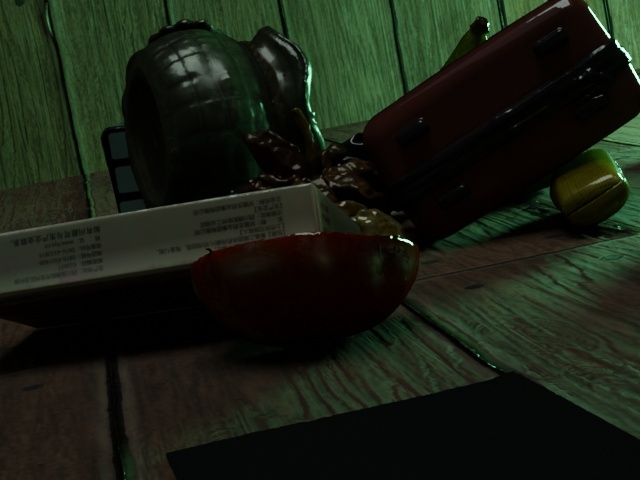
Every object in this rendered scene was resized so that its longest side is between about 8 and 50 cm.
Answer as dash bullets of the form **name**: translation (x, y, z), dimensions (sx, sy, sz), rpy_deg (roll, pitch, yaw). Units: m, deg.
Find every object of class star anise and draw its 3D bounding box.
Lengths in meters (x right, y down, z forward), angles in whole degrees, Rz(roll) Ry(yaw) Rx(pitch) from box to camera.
- **star anise**: translation (-0.004, -0.055, 1.662), dimensions (0.212, 0.196, 0.111), rpy_deg (20, -31, -2)

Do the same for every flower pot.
- **flower pot**: translation (-0.139, -0.150, 1.941), dimensions (0.213, 0.301, 0.302), rpy_deg (-9, 8, -20)

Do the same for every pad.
- **pad**: translation (0.055, 0.135, 0.788), dimensions (0.248, 0.007, 0.367), rpy_deg (-12, 8, -12)

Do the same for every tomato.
- **tomato**: translation (-0.014, 0.045, 1.191), dimensions (0.174, 0.082, 0.166), rpy_deg (-14, -12, 36)

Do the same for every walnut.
- **walnut**: translation (0.000, 0.000, 1.514), dimensions (0.170, 0.069, 0.143), rpy_deg (-17, 18, -26)

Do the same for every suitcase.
- **suitcase**: translation (0.202, -0.139, 1.610), dimensions (0.297, 0.161, 0.236), rpy_deg (-34, 1, 10)

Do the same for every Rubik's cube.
- **Rubik's cube**: translation (-0.223, -0.110, 2.188), dimensions (0.163, 0.162, 0.160), rpy_deg (-7, 9, 10)

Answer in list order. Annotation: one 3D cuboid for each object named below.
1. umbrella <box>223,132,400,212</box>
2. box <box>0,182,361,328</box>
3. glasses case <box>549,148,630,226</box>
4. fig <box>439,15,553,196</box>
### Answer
- **umbrella**: translation (-0.040, -0.049, 1.763), dimensions (0.340, 0.118, 0.118), rpy_deg (-13, 9, -20)
- **box**: translation (-0.149, 0.020, 1.360), dimensions (0.353, 0.069, 0.214), rpy_deg (-10, -11, 10)
- **glasses case**: translation (0.286, -0.057, 1.551), dimensions (0.079, 0.064, 0.234), rpy_deg (-34, 4, 11)
- **fig**: translation (0.199, -0.165, 1.817), dimensions (0.203, 0.235, 0.203), rpy_deg (-12, 13, 3)
